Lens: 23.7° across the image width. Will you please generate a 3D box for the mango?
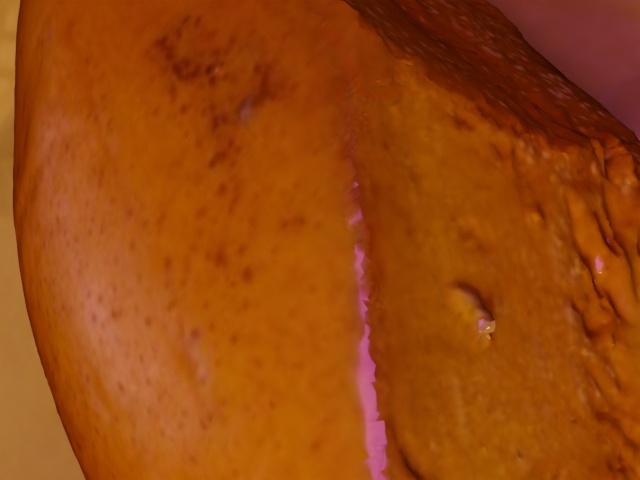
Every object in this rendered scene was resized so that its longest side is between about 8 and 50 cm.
[{"bbox_3d":[0.000,0.000,0.469,0.199,0.201,0.350,-31,66,-1],"label":"mango"}]
